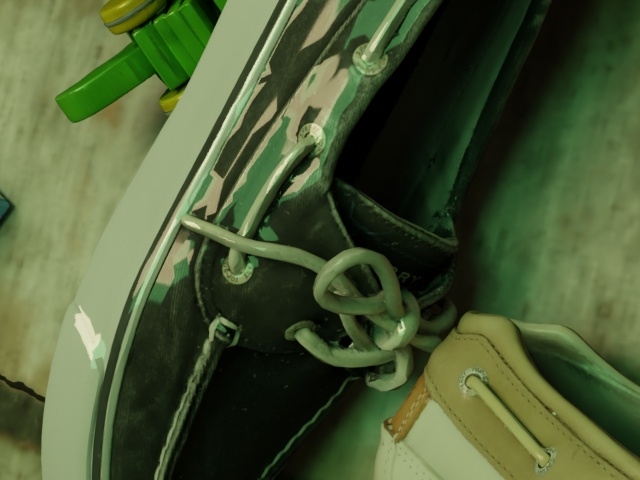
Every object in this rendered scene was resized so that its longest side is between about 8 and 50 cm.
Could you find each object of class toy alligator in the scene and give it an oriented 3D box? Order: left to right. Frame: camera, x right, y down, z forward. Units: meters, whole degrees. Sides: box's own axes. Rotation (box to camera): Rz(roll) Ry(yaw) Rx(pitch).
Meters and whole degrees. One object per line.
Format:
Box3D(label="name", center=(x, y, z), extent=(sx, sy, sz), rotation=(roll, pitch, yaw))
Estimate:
Box3D(label="toy alligator", center=(-0.025, -0.103, 0.771), extent=(0.189, 0.056, 0.051), rotation=(-29, 20, 17))

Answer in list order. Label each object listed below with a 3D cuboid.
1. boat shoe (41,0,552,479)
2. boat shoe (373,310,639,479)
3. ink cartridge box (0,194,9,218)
Box3D(label="boat shoe", center=(0.003, 0.001, 0.681), extent=(0.105, 0.113, 0.306), rotation=(29, 93, 38))
Box3D(label="boat shoe", center=(0.136, 0.104, 0.567), extent=(0.302, 0.113, 0.103), rotation=(19, 94, 36))
Box3D(label="ink cartridge box", center=(-0.228, 0.006, 0.847), extent=(0.090, 0.092, 0.143), rotation=(44, 104, 33))
